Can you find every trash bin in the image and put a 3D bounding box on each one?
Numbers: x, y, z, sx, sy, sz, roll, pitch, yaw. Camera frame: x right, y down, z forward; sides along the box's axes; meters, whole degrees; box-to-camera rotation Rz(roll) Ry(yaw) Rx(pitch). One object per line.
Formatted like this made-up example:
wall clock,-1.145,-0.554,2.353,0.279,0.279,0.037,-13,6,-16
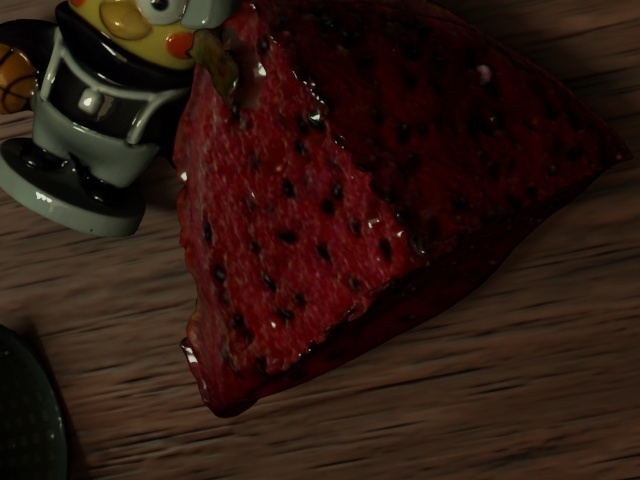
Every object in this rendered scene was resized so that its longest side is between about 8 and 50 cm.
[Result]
trash bin,-0.300,0.161,1.245,0.161,0.175,0.175,-14,101,23

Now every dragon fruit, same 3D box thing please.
dragon fruit,0.000,0.000,1.120,0.302,0.240,0.330,34,115,-9

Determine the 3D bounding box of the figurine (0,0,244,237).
figurine,-0.148,-0.138,1.167,0.176,0.133,0.236,28,108,-1
